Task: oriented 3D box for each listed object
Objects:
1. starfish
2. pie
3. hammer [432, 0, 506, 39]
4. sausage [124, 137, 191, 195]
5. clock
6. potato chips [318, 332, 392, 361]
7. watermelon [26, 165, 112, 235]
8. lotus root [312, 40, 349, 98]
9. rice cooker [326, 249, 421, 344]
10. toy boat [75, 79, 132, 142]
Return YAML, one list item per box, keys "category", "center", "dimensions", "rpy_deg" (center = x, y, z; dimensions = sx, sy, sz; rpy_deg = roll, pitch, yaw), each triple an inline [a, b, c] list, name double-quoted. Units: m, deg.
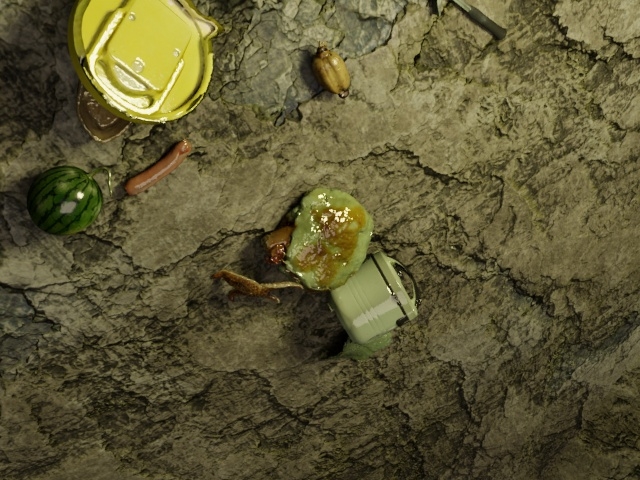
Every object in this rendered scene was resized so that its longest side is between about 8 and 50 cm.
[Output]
- category: "starfish"
  center: [-0.166, 0.120, 1.575]
  dimensions: [0.237, 0.057, 0.213]
  rpy_deg: [3, 159, 17]
- category: "pie"
  center: [0.008, 0.004, 1.589]
  dimensions: [0.274, 0.105, 0.257]
  rpy_deg: [-47, 112, -2]
- category: "hammer"
  center: [0.356, -0.533, 1.453]
  dimensions: [0.246, 0.029, 0.103]
  rpy_deg: [22, 111, -37]
- category: "sausage"
  center: [-0.356, -0.160, 1.361]
  dimensions: [0.176, 0.040, 0.047]
  rpy_deg: [-36, 124, 1]
- category: "clock"
  center: [-0.331, -0.359, 1.155]
  dimensions: [0.277, 0.071, 0.294]
  rpy_deg: [43, 62, -33]
- category: "potato chips"
  center: [0.106, 0.331, 1.915]
  dimensions: [0.228, 0.059, 0.167]
  rpy_deg: [-38, 140, 3]
- category: "watermelon"
  center: [-0.510, -0.094, 1.273]
  dimensions: [0.187, 0.141, 0.141]
  rpy_deg: [-41, 130, 1]
- category: "lotus root"
  center: [0.021, -0.380, 1.375]
  dimensions: [0.072, 0.063, 0.152]
  rpy_deg: [-12, 139, 16]
- category: "rice cooker"
  center: [0.147, 0.155, 1.706]
  dimensions: [0.244, 0.226, 0.226]
  rpy_deg: [-31, 130, 5]
- category: "toy boat"
  center: [-0.424, -0.289, 1.227]
  dimensions: [0.116, 0.061, 0.188]
  rpy_deg: [5, 120, -30]
